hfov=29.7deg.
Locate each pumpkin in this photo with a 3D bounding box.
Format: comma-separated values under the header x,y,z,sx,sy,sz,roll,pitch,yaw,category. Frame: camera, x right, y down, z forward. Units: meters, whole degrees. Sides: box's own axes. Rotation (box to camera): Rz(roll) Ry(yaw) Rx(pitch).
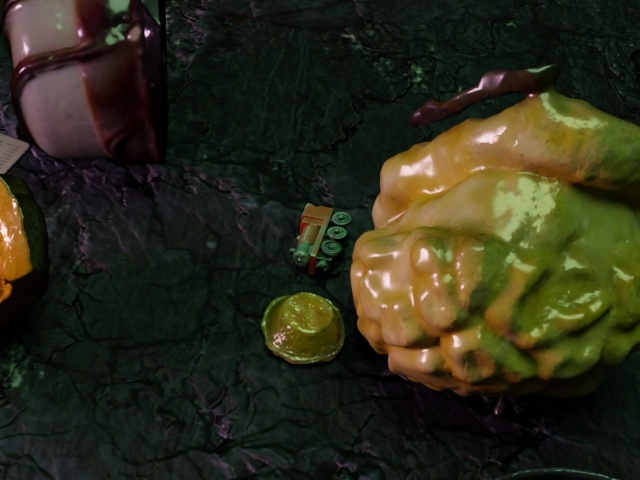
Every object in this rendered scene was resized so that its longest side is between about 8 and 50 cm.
x,y,z,sx,sy,sz,roll,pitch,yaw,category
-0.387,0.041,1.264,0.248,0.126,0.131,-25,84,5,pumpkin

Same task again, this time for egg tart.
x,y,z,sx,sy,sz,roll,pitch,yaw,category
-0.017,0.091,1.343,0.105,0.039,0.105,7,44,-7,egg tart

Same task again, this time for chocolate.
x,y,z,sx,sy,sz,roll,pitch,yaw,category
-0.285,-0.219,1.456,0.186,0.284,0.284,-4,45,-13,chocolate

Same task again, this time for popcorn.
x,y,z,sx,sy,sz,roll,pitch,yaw,category
0.197,-0.009,1.274,0.349,0.382,0.349,-2,29,1,popcorn

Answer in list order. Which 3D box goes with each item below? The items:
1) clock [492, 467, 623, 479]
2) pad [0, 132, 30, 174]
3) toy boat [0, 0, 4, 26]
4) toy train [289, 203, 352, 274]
x,y,z,sx,sy,sz,roll,pitch,yaw,category
0.240,0.355,1.097,0.318,0.066,0.319,6,43,-6,clock
-0.513,-0.119,1.489,0.265,0.009,0.159,20,43,9,pad
-0.520,-0.310,1.628,0.115,0.089,0.310,25,45,19,toy boat
0.000,0.000,1.439,0.064,0.044,0.103,12,41,6,toy train
